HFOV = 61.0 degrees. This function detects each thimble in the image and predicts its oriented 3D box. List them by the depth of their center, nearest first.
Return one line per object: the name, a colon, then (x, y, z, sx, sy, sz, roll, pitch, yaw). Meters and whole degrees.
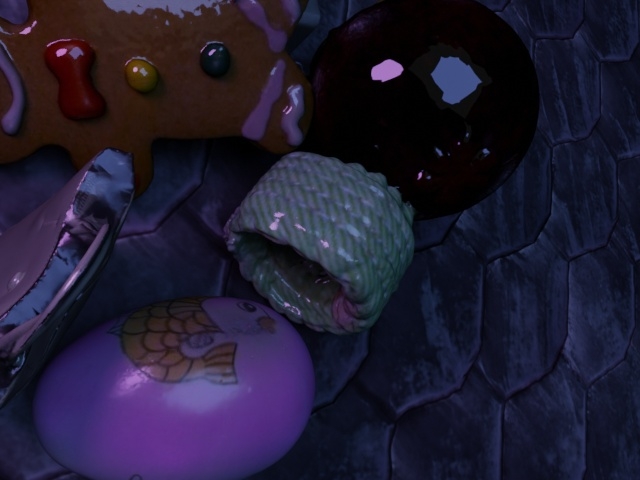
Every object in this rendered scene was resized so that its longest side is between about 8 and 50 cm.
thimble: (0.000, 0.000, 0.659, 0.219, 0.219, 0.150, 45, 59, -16)

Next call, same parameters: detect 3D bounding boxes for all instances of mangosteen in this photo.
mangosteen: (0.123, -0.197, 0.741, 0.306, 0.307, 0.347, 11, 44, -30)

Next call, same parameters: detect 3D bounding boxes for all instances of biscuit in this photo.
biscuit: (-0.207, -0.172, 0.567, 0.432, 0.064, 0.283, -11, 116, -18)

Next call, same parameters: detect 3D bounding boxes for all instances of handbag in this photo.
handbag: (-0.242, 0.039, 0.435, 0.109, 0.315, 0.241, 34, 63, -19)

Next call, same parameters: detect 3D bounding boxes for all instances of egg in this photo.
egg: (-0.136, 0.155, 0.549, 0.271, 0.196, 0.196, -15, 88, -31)

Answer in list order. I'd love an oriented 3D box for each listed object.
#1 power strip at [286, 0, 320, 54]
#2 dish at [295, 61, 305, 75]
power strip: (-0.132, -0.317, 0.683, 0.224, 0.139, 0.140, -7, 84, -33)
dish: (-0.087, -0.222, 0.743, 0.137, 0.091, 0.039, -16, 45, -37)
